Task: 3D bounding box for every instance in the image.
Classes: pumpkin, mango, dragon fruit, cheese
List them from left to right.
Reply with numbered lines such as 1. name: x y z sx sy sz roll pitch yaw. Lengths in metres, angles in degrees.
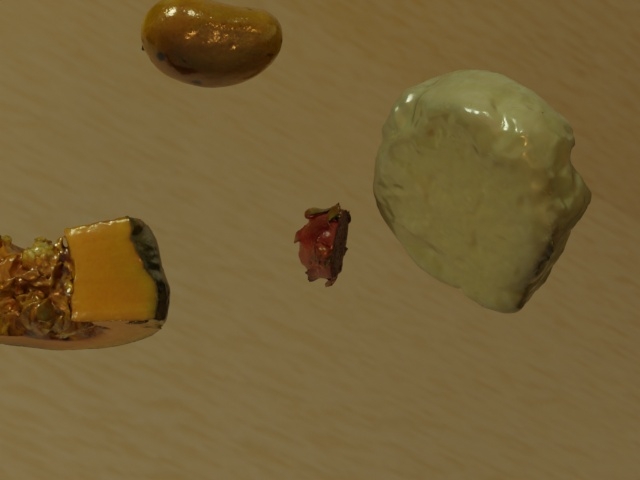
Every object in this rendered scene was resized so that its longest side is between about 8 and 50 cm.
1. pumpkin: -0.308 0.051 1.736 0.190 0.280 0.139 -16 76 26
2. mango: -0.139 -0.249 1.810 0.090 0.178 0.115 -91 11 -58
3. dragon fruit: 0.000 0.004 2.015 0.126 0.068 0.112 58 -135 -74
4. cheese: 0.212 -0.063 1.876 0.115 0.326 0.318 -38 17 -37
